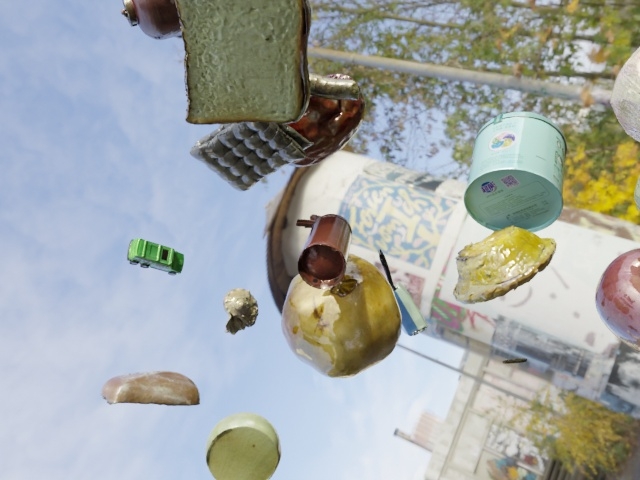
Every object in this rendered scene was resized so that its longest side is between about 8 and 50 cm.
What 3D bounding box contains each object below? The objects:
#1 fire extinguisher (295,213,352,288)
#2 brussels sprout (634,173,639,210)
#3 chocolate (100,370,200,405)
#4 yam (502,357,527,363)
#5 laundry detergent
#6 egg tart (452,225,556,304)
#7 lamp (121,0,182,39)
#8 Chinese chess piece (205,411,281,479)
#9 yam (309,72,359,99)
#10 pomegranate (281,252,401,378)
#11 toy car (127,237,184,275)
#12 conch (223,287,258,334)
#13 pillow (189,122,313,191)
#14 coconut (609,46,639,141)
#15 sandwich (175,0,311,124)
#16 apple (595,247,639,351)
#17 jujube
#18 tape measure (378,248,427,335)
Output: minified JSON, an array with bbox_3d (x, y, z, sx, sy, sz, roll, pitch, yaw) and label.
[{"bbox_3d":[0.000,0.000,1.378,0.337,0.147,0.107,-72,-5,-72],"label":"fire extinguisher"},{"bbox_3d":[1.149,-0.156,1.849,0.317,0.273,0.243,-50,-11,-32],"label":"brussels sprout"},{"bbox_3d":[-0.441,0.386,1.536,0.261,0.161,0.083,13,-101,-36],"label":"chocolate"},{"bbox_3d":[0.599,0.373,1.796,0.107,0.014,0.014,3,-73,-32],"label":"yam"},{"bbox_3d":[0.608,-0.223,1.802,0.287,0.287,0.305,76,-153,-49],"label":"laundry detergent"},{"bbox_3d":[0.518,0.055,1.697,0.345,0.345,0.133,-36,-83,-51],"label":"egg tart"},{"bbox_3d":[-0.395,-0.627,1.519,0.257,0.180,0.180,-18,-47,-14],"label":"lamp"},{"bbox_3d":[-0.189,0.517,1.430,0.083,0.188,0.189,-103,26,-77],"label":"Chinese chess piece"},{"bbox_3d":[-0.035,-0.470,1.753,0.071,0.317,0.067,14,-93,-77],"label":"yam"},{"bbox_3d":[0.060,0.207,1.569,0.332,0.332,0.333,-43,-37,-45],"label":"pomegranate"},{"bbox_3d":[-0.456,0.045,1.633,0.165,0.062,0.071,21,-118,-34],"label":"toy car"},{"bbox_3d":[-0.333,0.283,2.304,0.178,0.163,0.245,-55,10,-19],"label":"conch"},{"bbox_3d":[-0.216,-0.282,1.759,0.228,0.326,0.101,39,-134,-32],"label":"pillow"},{"bbox_3d":[0.825,-0.351,1.336,0.297,0.255,0.297,-22,-40,-20],"label":"coconut"},{"bbox_3d":[-0.154,-0.389,1.194,0.099,0.271,0.301,-97,8,-53],"label":"sandwich"},{"bbox_3d":[0.861,0.160,1.474,0.306,0.305,0.235,-56,-48,-29],"label":"apple"},{"bbox_3d":[-0.027,-0.403,1.933,0.377,0.276,0.277,-43,-35,-23],"label":"jujube"},{"bbox_3d":[0.288,0.207,2.264,0.097,0.352,0.215,-27,-6,-1],"label":"tape measure"}]
